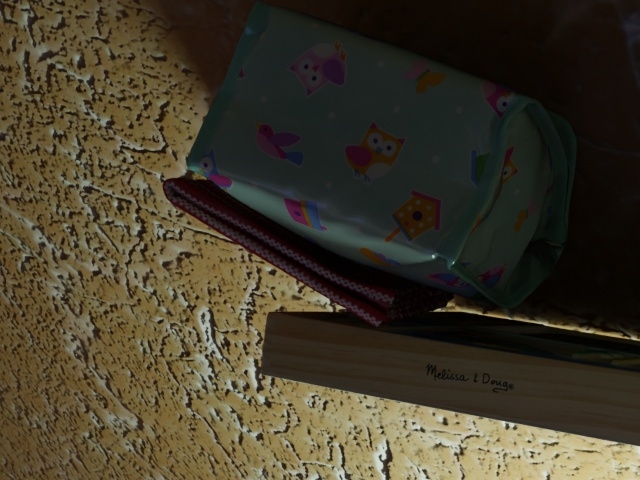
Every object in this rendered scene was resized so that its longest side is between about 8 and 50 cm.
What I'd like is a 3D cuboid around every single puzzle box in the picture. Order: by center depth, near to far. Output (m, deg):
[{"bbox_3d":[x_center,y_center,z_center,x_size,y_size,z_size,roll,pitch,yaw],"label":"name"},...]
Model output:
[{"bbox_3d":[0.196,0.102,1.458,0.409,0.052,0.272,8,-178,37],"label":"puzzle box"}]

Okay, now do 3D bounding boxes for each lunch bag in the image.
[{"bbox_3d":[0.061,-0.055,1.439,0.223,0.160,0.262,22,178,21],"label":"lunch bag"}]

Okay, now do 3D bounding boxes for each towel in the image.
[{"bbox_3d":[0.000,0.000,1.537,0.199,0.031,0.275,30,-171,11],"label":"towel"}]
